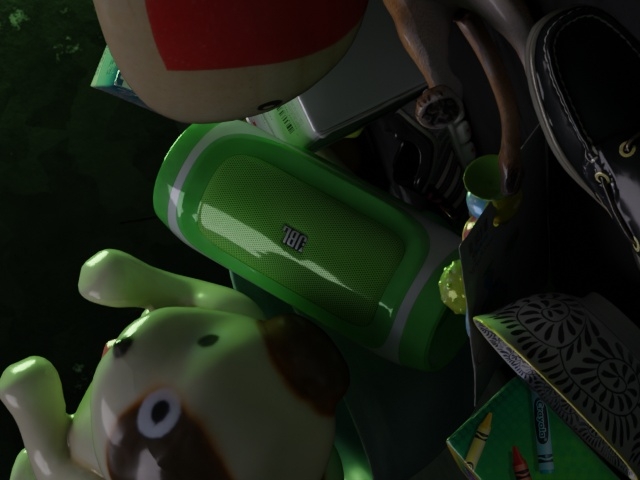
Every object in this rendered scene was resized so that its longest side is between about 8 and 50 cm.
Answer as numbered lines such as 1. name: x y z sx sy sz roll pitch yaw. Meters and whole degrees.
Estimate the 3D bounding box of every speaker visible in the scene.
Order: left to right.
1. speaker: 0.000 0.000 1.630 0.297 0.131 0.131 29 155 22

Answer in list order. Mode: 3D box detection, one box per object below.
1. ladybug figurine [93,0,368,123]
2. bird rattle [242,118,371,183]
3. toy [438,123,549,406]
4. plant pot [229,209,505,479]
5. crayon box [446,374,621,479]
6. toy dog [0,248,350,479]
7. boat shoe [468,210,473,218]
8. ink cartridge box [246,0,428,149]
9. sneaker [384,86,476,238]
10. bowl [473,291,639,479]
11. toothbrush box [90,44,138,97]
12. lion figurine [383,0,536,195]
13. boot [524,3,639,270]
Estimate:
1. ladybug figurine: -0.053 -0.287 1.376 0.162 0.305 0.449 13 129 23
2. bird rattle: -0.021 -0.114 2.041 0.207 0.143 0.253 51 178 -17
3. toy: 0.130 0.012 1.444 0.056 0.137 0.237 25 153 19
4. plant pot: 0.062 0.087 1.816 0.293 0.196 0.293 56 165 23
5. crayon box: 0.193 0.212 1.511 0.165 0.081 0.278 47 177 13
6. toy dog: -0.110 0.194 1.660 0.395 0.284 0.408 47 165 9
7. boat shoe: 0.150 -0.026 1.557 0.100 0.035 0.035 98 150 -61
8. ink cartridge box: -0.018 -0.204 1.745 0.223 0.129 0.307 64 170 -1
9. sneaker: 0.102 -0.055 1.623 0.063 0.075 0.170 50 162 59
10. bowl: 0.200 0.091 1.366 0.170 0.080 0.170 45 177 3
11. toothbrush box: -0.150 -0.247 2.050 0.126 0.216 0.295 22 179 -14
12. lion figurine: 0.059 -0.223 1.250 0.392 0.142 0.240 70 177 -49
13. boot: 0.213 -0.036 1.022 0.236 0.085 0.178 60 169 -5
